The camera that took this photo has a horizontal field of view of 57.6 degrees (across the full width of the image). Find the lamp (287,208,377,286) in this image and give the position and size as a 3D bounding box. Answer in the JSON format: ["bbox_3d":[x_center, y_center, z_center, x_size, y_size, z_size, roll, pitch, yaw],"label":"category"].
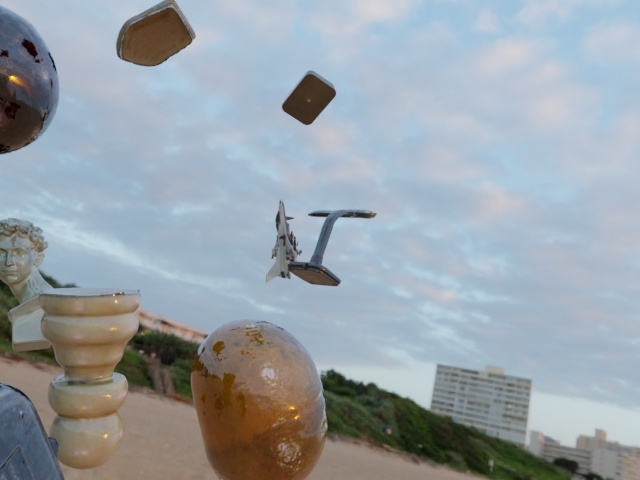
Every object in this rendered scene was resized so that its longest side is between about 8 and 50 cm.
[{"bbox_3d":[-0.002,-0.006,1.529,0.203,0.283,0.124,-2,-43,39],"label":"lamp"}]

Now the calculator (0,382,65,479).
[{"bbox_3d":[-0.209,0.195,0.315,0.040,0.177,0.268,-9,19,4],"label":"calculator"}]

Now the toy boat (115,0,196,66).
[{"bbox_3d":[-0.396,-0.474,1.369,0.188,0.061,0.116,-29,-54,3],"label":"toy boat"}]

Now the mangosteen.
[{"bbox_3d":[-0.535,-0.245,0.868,0.261,0.235,0.235,-8,0,-41],"label":"mangosteen"}]

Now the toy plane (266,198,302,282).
[{"bbox_3d":[-0.096,0.006,1.610,0.082,0.234,0.160,11,-2,-28],"label":"toy plane"}]

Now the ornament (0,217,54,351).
[{"bbox_3d":[-0.613,0.091,1.217,0.120,0.285,0.130,-15,1,-34],"label":"ornament"}]

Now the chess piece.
[{"bbox_3d":[-0.223,0.131,0.556,0.094,0.170,0.094,2,-3,0],"label":"chess piece"}]

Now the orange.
[{"bbox_3d":[-0.081,0.222,0.793,0.171,0.240,0.240,-13,-14,-12],"label":"orange"}]

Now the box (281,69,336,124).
[{"bbox_3d":[-0.028,-0.346,1.412,0.091,0.031,0.126,28,-51,-23],"label":"box"}]
